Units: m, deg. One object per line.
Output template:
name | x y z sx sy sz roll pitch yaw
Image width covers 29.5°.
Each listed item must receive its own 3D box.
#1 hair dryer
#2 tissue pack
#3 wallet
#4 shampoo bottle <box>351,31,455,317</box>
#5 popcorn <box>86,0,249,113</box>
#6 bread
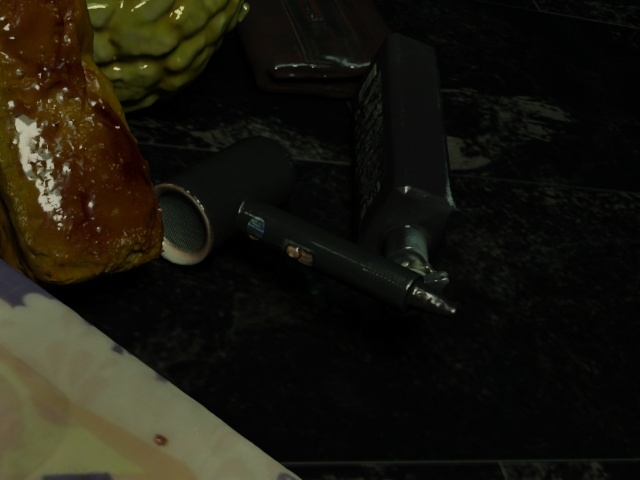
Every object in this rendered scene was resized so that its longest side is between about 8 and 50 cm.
hair dryer | 0.000 0.000 0.943 0.255 0.070 0.128 25 35 21
tissue pack | -0.172 0.154 0.667 0.343 0.125 0.242 36 39 9
wallet | -0.009 -0.229 1.250 0.182 0.049 0.229 -1 44 -25
shampoo bottle | 0.068 -0.054 1.051 0.071 0.098 0.309 19 39 -15
popcorn | -0.165 -0.243 1.024 0.237 0.251 0.206 4 37 -30
bread | -0.196 -0.101 0.875 0.139 0.077 0.271 -16 89 -51
